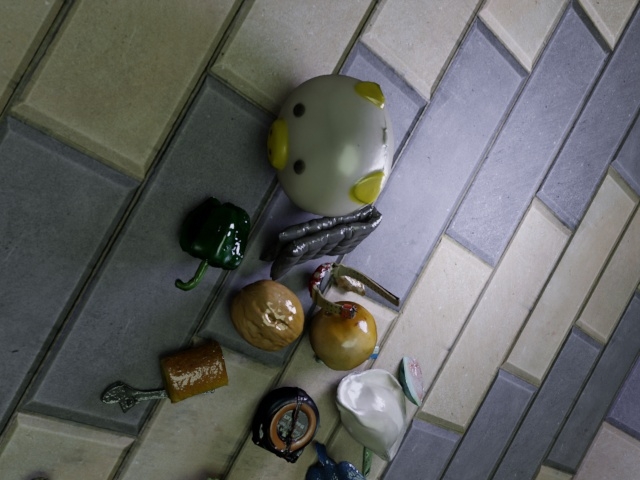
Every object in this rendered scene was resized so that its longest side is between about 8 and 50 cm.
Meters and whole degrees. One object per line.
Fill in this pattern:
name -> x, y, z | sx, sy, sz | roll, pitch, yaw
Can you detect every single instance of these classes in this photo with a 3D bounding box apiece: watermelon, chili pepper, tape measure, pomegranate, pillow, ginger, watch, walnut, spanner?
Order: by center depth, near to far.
chili pepper -> -0.292, 0.020, 1.370 | 0.165, 0.174, 0.261 | 17, 95, -57
spanner -> -0.459, 0.439, 1.476 | 0.325, 0.026, 0.093 | 3, 102, -32
walnut -> -0.155, 0.213, 1.488 | 0.195, 0.195, 0.221 | -48, 114, -9
pillow -> 0.000, 0.000, 1.500 | 0.326, 0.228, 0.101 | -20, 78, -26
watch -> 0.092, 0.164, 1.558 | 0.165, 0.268, 0.102 | -42, 151, -35
pomegranate -> 0.073, 0.295, 1.619 | 0.233, 0.233, 0.233 | -8, 108, -27
tape measure -> -0.109, 0.582, 1.651 | 0.202, 0.135, 0.223 | 37, 82, -22
ginger -> 0.091, 0.138, 1.687 | 0.137, 0.044, 0.057 | 37, 120, -25
watermelon -> 0.340, 0.526, 1.909 | 0.094, 0.081, 0.180 | 7, 65, -12

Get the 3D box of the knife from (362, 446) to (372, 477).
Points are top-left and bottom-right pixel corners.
knife -> 0.185, 0.769, 1.933 | 0.043, 0.020, 0.293 | -4, 107, -30

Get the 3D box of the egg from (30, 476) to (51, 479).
egg -> -0.749, 0.674, 1.344 | 0.085, 0.085, 0.110 | 37, 99, -32

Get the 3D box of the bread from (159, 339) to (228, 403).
bread -> -0.361, 0.371, 1.461 | 0.172, 0.103, 0.132 | -14, 101, -27

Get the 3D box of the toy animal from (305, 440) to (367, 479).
toy animal -> 0.039, 0.834, 1.799 | 0.239, 0.255, 0.176 | -28, 153, 23

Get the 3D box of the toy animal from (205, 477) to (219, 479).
toy animal -> -0.357, 0.863, 1.552 | 0.310, 0.183, 0.247 | 49, 45, -33

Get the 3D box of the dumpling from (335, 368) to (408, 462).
dumpling -> 0.196, 0.594, 1.814 | 0.341, 0.181, 0.260 | 39, 57, 1

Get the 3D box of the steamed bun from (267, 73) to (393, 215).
steamed bun -> 0.032, -0.251, 1.368 | 0.334, 0.334, 0.374 | -2, 90, -29

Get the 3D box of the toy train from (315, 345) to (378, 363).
toy train -> 0.089, 0.384, 1.750 | 0.234, 0.052, 0.051 | 3, 100, -29
